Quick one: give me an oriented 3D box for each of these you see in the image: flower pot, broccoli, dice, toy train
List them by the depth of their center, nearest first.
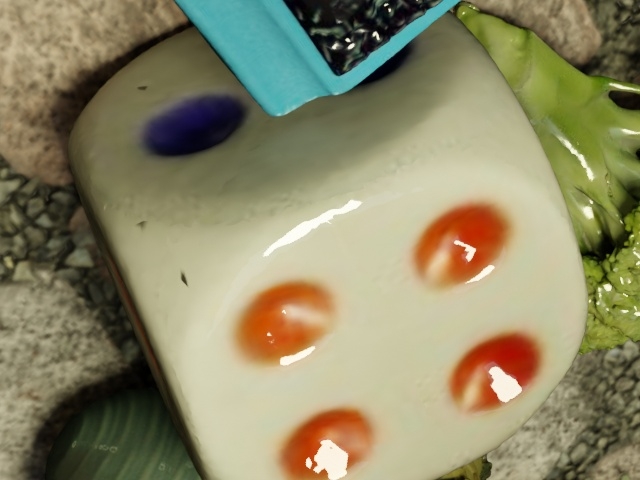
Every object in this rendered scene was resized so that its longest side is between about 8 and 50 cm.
[{"bbox_3d":[0.020,-0.253,1.238,0.300,0.265,0.188,-39,124,1],"label":"toy train"},{"bbox_3d":[0.000,0.000,1.342,0.304,0.304,0.276,-22,123,-8],"label":"dice"},{"bbox_3d":[0.257,-0.053,1.485,0.254,0.186,0.302,-16,128,-1],"label":"broccoli"},{"bbox_3d":[-0.111,0.219,1.488,0.243,0.189,0.157,30,67,-20],"label":"flower pot"}]

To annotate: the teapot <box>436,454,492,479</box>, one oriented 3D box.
[{"bbox_3d":[0.078,0.208,1.561,0.173,0.182,0.269,-44,124,5],"label":"teapot"}]
